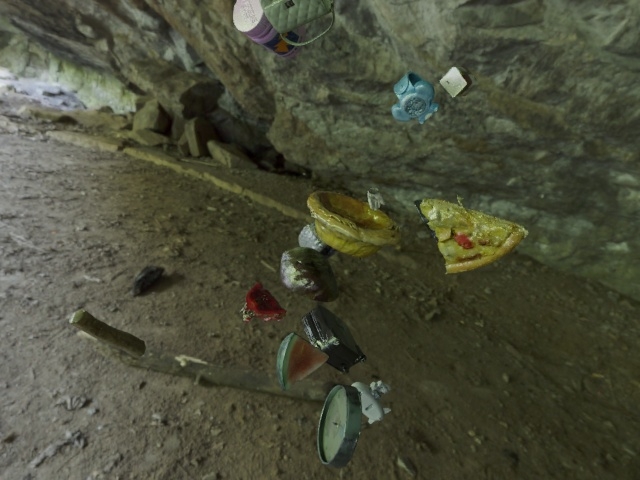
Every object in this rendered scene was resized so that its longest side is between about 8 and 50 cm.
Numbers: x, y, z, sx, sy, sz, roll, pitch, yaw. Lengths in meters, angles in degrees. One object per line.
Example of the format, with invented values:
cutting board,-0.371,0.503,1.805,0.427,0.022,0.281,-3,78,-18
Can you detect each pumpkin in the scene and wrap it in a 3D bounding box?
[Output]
pumpkin,-0.048,0.145,1.799,0.312,0.169,0.148,24,28,6

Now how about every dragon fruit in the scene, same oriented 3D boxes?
dragon fruit,-0.332,0.369,2.207,0.211,0.134,0.262,-14,41,-34

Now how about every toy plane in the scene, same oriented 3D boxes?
toy plane,0.218,0.739,1.891,0.244,0.245,0.117,13,15,-9

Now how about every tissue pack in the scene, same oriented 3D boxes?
tissue pack,0.640,-0.729,1.894,0.148,0.099,0.106,-26,76,-47

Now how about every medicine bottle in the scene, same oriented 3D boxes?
medicine bottle,-0.210,-0.909,1.743,0.178,0.178,0.290,23,13,29

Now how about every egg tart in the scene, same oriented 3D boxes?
egg tart,0.113,-0.052,1.536,0.387,0.169,0.388,21,19,-7

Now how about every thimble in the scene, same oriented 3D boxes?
thimble,0.000,0.000,2.111,0.157,0.217,0.245,55,-8,16

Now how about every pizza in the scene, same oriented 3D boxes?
pizza,0.397,-0.018,1.205,0.287,0.280,0.075,34,47,-7

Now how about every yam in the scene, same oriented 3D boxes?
yam,-0.729,0.324,1.421,0.066,0.066,0.300,28,-16,41

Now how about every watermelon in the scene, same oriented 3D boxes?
watermelon,-0.085,0.403,1.451,0.202,0.208,0.136,-5,19,-44

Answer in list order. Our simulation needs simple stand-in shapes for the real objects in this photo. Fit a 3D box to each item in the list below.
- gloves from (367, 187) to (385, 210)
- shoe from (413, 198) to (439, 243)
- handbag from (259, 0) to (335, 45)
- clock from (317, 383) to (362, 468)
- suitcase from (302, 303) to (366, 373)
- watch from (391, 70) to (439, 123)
gloves,0.141,-0.108,1.040,0.044,0.081,0.037,12,49,18
shoe,0.583,-0.101,1.994,0.293,0.149,0.109,55,24,-7
handbag,-0.071,-0.798,1.441,0.256,0.079,0.219,-4,-40,35
clock,0.064,0.655,1.466,0.055,0.281,0.280,19,14,-12
suitcase,0.069,0.553,2.350,0.345,0.188,0.339,41,15,-41
watch,0.426,-0.648,1.846,0.210,0.211,0.193,13,53,-8
